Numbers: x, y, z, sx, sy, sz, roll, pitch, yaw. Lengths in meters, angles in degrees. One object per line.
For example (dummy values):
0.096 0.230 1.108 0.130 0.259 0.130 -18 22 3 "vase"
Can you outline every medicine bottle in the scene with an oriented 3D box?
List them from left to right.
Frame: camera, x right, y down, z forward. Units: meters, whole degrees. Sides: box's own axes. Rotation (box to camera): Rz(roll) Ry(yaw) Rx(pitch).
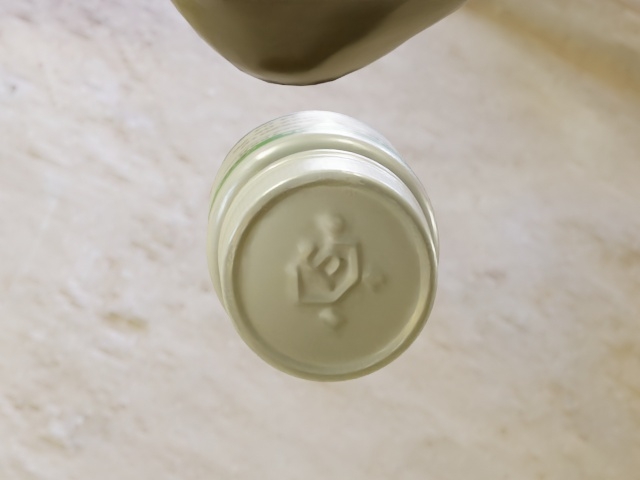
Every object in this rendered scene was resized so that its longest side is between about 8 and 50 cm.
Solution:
0.000 0.000 1.142 0.139 0.139 0.237 24 6 -5 "medicine bottle"

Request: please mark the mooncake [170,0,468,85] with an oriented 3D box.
-0.049 -0.236 0.651 0.378 0.201 0.378 43 17 -16 "mooncake"
